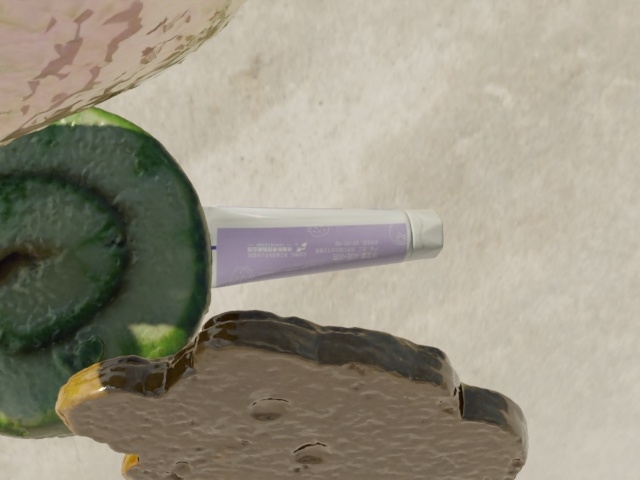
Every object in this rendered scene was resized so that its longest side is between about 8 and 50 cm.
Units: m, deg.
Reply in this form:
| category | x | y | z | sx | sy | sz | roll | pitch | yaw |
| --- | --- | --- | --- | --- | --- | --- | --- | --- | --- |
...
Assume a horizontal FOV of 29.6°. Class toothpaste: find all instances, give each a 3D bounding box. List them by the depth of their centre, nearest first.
| category | x | y | z | sx | sy | sz | roll | pitch | yaw |
| --- | --- | --- | --- | --- | --- | --- | --- | --- | --- |
| toothpaste | 0.000 | 0.000 | 1.780 | 0.371 | 0.080 | 0.125 | -4 | 108 | -20 |

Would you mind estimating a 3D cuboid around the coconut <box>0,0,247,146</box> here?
| category | x | y | z | sx | sy | sz | roll | pitch | yaw |
| --- | --- | --- | --- | --- | --- | --- | --- | --- | --- |
| coconut | -0.216 | -0.194 | 0.428 | 0.404 | 0.405 | 0.405 | 0 | 65 | 1 |

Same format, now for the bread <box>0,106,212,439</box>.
| category | x | y | z | sx | sy | sz | roll | pitch | yaw |
| --- | --- | --- | --- | --- | --- | --- | --- | --- | --- |
| bread | -0.307 | 0.026 | 1.354 | 0.366 | 0.129 | 0.382 | -37 | 84 | -10 |

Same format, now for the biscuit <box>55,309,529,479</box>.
| category | x | y | z | sx | sy | sz | roll | pitch | yaw |
| --- | --- | --- | --- | --- | --- | --- | --- | --- | --- |
| biscuit | -0.014 | 0.113 | 0.739 | 0.290 | 0.208 | 0.041 | 13 | 49 | -17 |
